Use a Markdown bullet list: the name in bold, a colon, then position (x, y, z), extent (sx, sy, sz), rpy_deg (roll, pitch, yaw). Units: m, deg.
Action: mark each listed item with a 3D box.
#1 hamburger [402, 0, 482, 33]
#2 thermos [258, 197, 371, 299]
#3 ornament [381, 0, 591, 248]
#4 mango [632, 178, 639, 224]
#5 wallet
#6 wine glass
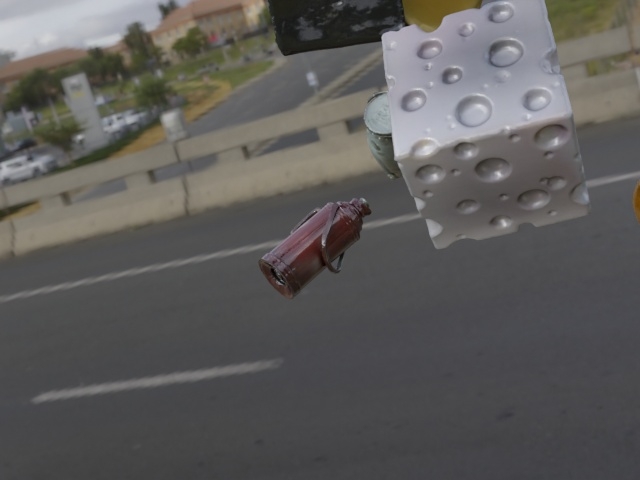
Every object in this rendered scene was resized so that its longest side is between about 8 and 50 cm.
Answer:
- **hamburger**: position (0.215, -0.587, 2.077), extent (0.276, 0.276, 0.237), rpy_deg (-20, 22, -16)
- **thermos**: position (-0.001, -0.003, 1.724), extent (0.232, 0.099, 0.124), rpy_deg (-42, 48, -20)
- **ornament**: position (0.239, -0.167, 1.361), extent (0.239, 0.240, 0.239), rpy_deg (-12, 54, 15)
- **mango**: position (0.458, -0.037, 1.181), extent (0.102, 0.141, 0.217), rpy_deg (-24, -17, 32)
- **wallet**: position (0.035, -0.475, 1.967), extent (0.285, 0.146, 0.030), rpy_deg (-6, 20, 16)
- **wine glass**: position (0.152, -0.211, 1.933), extent (0.111, 0.111, 0.204), rpy_deg (-16, -27, 5)
